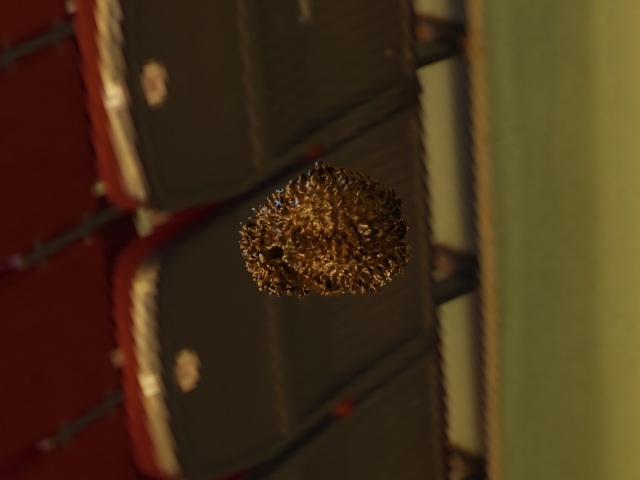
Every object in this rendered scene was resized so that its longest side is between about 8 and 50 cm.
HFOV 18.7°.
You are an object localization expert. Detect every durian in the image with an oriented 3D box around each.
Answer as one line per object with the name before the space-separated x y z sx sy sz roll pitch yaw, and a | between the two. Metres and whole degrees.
durian | 0.000 0.000 2.183 0.167 0.196 0.196 64 147 10
